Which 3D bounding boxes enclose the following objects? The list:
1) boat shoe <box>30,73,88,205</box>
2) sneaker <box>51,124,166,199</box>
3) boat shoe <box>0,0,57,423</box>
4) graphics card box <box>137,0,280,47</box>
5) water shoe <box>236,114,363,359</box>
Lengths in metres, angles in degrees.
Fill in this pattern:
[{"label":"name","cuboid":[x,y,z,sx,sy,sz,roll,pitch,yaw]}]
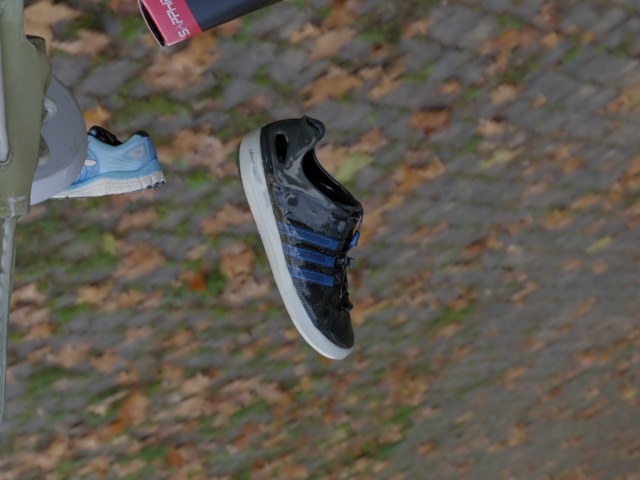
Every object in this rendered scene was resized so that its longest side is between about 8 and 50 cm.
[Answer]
[{"label":"boat shoe","cuboid":[-0.339,-0.047,0.934,0.367,0.136,0.156,-1,152,-12]},{"label":"sneaker","cuboid":[-0.233,-0.082,1.485,0.162,0.073,0.063,-5,-176,25]},{"label":"boat shoe","cuboid":[-0.136,-0.053,0.493,0.094,0.302,0.109,-15,-159,-34]},{"label":"graphics card box","cuboid":[-0.016,-0.354,1.370,0.371,0.233,0.094,-19,146,5]},{"label":"water shoe","cuboid":[0.000,0.000,1.153,0.080,0.203,0.073,-18,-166,16]}]
